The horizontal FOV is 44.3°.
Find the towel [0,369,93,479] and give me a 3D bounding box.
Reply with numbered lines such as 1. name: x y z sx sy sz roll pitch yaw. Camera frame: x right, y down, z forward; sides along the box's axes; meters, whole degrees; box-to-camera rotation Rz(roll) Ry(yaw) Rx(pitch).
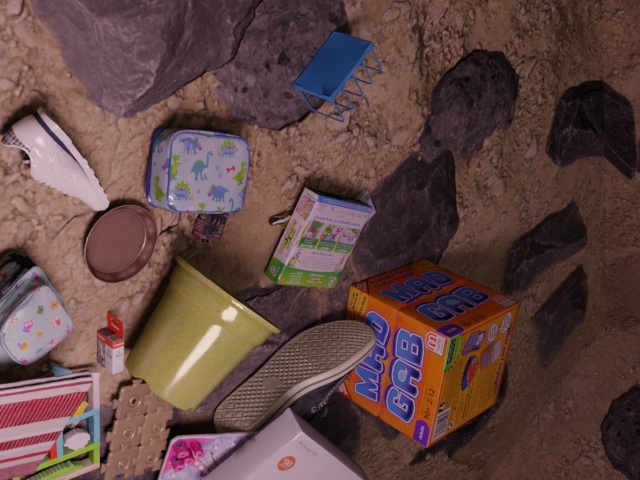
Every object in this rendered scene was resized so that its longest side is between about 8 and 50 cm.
1. towel: -0.574 0.348 1.414 0.237 0.037 0.329 -1 138 -48

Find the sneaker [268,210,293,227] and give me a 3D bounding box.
1. sneaker: -0.092 -0.044 1.910 0.083 0.031 0.035 -19 125 -42

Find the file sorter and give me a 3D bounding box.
1. file sorter: 0.045 -0.374 1.811 0.170 0.118 0.104 -54 144 -12

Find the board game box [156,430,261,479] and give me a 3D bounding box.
1. board game box: -0.231 0.642 1.974 0.390 0.050 0.389 6 119 -31

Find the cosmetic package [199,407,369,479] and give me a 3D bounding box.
1. cosmetic package: -0.073 0.607 1.941 0.284 0.097 0.377 -41 131 0

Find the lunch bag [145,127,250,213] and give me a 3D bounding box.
1. lunch bag: -0.247 -0.144 1.612 0.219 0.090 0.176 -2 101 -48

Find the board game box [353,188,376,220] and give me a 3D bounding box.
1. board game box: 0.106 -0.078 2.127 0.090 0.020 0.090 -45 139 -20

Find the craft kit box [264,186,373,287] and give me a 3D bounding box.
1. craft kit box: 0.000 0.000 1.994 0.250 0.061 0.246 10 107 -54

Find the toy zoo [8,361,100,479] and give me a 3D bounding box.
1. toy zoo: -0.547 0.377 1.613 0.192 0.030 0.293 -15 121 -38

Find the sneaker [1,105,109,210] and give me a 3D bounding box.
1. sneaker: -0.465 -0.129 1.403 0.095 0.090 0.235 -39 134 -10

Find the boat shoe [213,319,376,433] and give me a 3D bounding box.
1. boat shoe: -0.058 0.385 2.080 0.500 0.187 0.156 -36 136 -22

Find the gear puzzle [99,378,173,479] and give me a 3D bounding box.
1. gear puzzle: -0.410 0.380 1.784 0.176 0.044 0.338 0 108 -47

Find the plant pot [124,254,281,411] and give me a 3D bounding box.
1. plant pot: -0.269 0.210 1.669 0.254 0.276 0.276 -53 141 -5

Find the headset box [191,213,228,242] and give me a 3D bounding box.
1. headset box: -0.244 -0.037 1.738 0.062 0.032 0.083 13 99 -51

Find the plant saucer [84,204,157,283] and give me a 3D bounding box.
1. plant saucer: -0.405 0.004 1.579 0.168 0.029 0.168 -27 130 -38

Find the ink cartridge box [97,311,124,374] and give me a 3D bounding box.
1. ink cartridge box: -0.437 0.213 1.633 0.029 0.063 0.115 -17 123 -43

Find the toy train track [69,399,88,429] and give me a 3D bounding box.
1. toy train track: -0.504 0.372 1.686 0.083 0.014 0.048 -50 140 -16

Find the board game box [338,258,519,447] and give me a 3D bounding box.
1. board game box: 0.309 0.313 2.312 0.356 0.356 0.356 -16 122 -44

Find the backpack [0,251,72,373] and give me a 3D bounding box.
1. backpack: -0.552 0.143 1.399 0.188 0.144 0.165 -41 142 -23
